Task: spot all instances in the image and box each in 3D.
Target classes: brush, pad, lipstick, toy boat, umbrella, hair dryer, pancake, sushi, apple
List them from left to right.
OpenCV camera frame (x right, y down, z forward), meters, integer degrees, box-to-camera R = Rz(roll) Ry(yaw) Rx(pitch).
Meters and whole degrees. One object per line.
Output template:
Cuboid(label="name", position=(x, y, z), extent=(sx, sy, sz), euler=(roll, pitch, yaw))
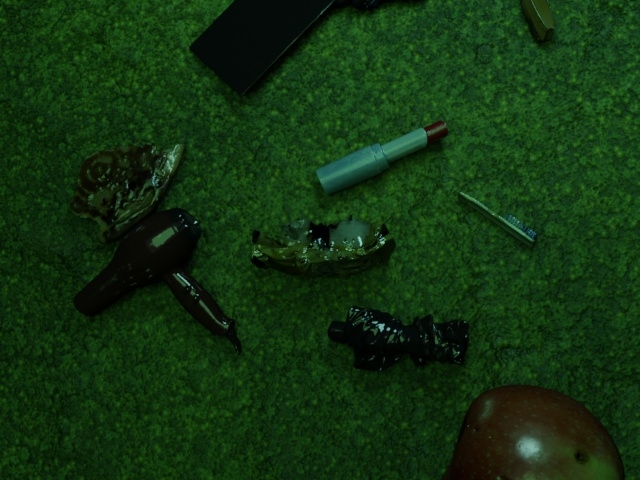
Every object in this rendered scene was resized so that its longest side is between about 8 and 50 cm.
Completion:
Cuboid(label="pancake", position=(-0.413, -0.101, 1.809), extent=(0.258, 0.056, 0.212), euler=(-7, 73, 17))
Cuboid(label="hair dryer", position=(-0.306, 0.134, 1.743), extent=(0.312, 0.123, 0.340), euler=(-42, 87, 13))
Cuboid(label="pad", position=(-0.123, -0.467, 1.810), extent=(0.300, 0.005, 0.202), euler=(-46, 62, 1))
Cuboid(label="sushi", position=(0.000, 0.007, 1.670), extent=(0.291, 0.139, 0.131), euler=(1, 74, 13))
Cuboid(label="umbrella", position=(0.109, -0.520, 1.765), extent=(0.249, 0.071, 0.070), euler=(-9, 80, 8))
Cuboid(label="lipstick", position=(0.127, -0.171, 1.704), extent=(0.274, 0.068, 0.061), euler=(-24, 71, 8))
Cuboid(label="umbrella", position=(0.148, 0.190, 1.629), extent=(0.273, 0.122, 0.110), euler=(3, 38, 15))
Cuboid(label="brush", position=(0.349, -0.049, 1.661), extent=(0.179, 0.033, 0.030), euler=(36, 83, 14))
Cuboid(label="apple", position=(0.348, 0.421, 1.434), extent=(0.277, 0.348, 0.348), euler=(23, 86, 12))
Cuboid(label="toy boat", position=(0.428, -0.469, 1.704), extent=(0.047, 0.049, 0.149), euler=(-12, 75, -22))
